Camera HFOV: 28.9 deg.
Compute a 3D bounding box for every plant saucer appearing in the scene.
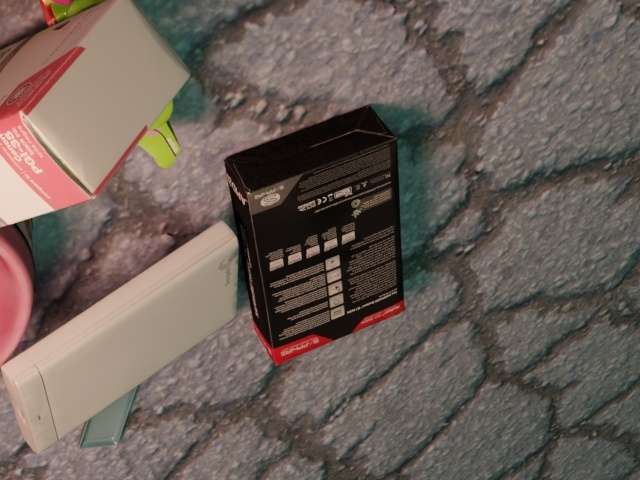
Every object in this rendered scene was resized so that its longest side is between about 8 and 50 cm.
[{"bbox_3d":[-0.322,0.246,1.906,0.067,0.018,0.192,-1,130,-32],"label":"plant saucer"}]

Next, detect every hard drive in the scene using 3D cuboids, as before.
[{"bbox_3d":[-0.264,0.136,1.710,0.353,0.047,0.233,-35,157,-23],"label":"hard drive"}]

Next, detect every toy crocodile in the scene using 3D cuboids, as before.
[{"bbox_3d":[-0.255,-0.214,1.439,0.105,0.115,0.340,-27,137,-1],"label":"toy crocodile"}]

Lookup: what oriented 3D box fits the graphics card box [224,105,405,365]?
[{"bbox_3d":[0.000,0.000,1.821,0.233,0.094,0.371,-22,138,-13],"label":"graphics card box"}]

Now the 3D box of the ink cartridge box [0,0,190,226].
[{"bbox_3d":[-0.305,-0.122,1.308,0.283,0.207,0.117,-12,127,42],"label":"ink cartridge box"}]

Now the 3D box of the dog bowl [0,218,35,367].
[{"bbox_3d":[-0.530,0.057,1.493,0.408,0.150,0.408,-18,136,-18],"label":"dog bowl"}]

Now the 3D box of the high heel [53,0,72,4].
[{"bbox_3d":[-0.365,-0.306,1.253,0.117,0.082,0.244,-44,115,0],"label":"high heel"}]
